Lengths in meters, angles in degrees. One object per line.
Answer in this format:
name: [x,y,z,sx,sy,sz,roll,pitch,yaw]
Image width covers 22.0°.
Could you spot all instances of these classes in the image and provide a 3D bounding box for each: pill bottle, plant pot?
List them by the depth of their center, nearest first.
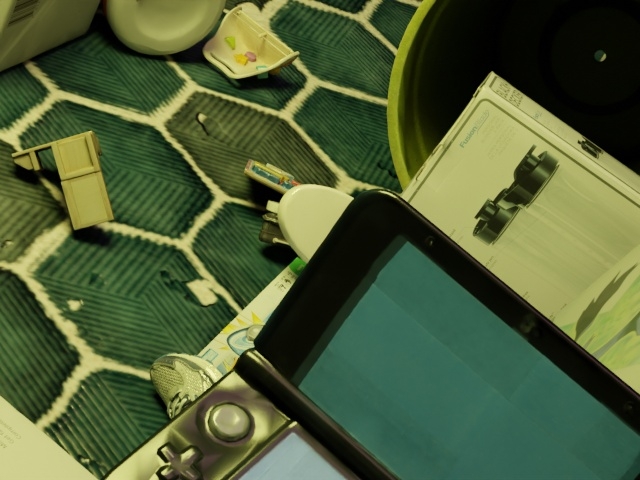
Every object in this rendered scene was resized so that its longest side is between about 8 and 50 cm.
pill bottle: [-0.183,-0.293,1.634,0.121,0.121,0.221,5,38,-34]
plant pot: [0.275,-0.154,1.634,0.366,0.366,0.353,30,19,2]

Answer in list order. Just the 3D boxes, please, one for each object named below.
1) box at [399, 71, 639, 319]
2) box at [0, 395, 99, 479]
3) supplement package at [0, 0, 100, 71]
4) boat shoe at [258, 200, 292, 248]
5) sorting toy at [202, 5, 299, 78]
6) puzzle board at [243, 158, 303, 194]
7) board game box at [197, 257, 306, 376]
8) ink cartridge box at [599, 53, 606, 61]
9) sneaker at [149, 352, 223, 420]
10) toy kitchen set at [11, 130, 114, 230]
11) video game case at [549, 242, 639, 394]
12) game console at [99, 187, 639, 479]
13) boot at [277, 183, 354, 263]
box: [0.217,0.002,1.456,0.290,0.169,0.087,34,20,1]
box: [-0.267,0.186,0.936,0.232,0.058,0.322,37,34,14]
supplement package: [-0.340,-0.313,1.481,0.293,0.177,0.175,35,32,10]
boat shoe: [0.000,0.000,1.439,0.125,0.038,0.046,19,4,-39]
sorting toy: [-0.079,-0.187,1.647,0.083,0.045,0.075,40,40,16]
puzzle board: [-0.009,-0.041,1.482,0.128,0.011,0.096,27,8,-4]
board game box: [-0.008,0.099,1.291,0.136,0.035,0.201,33,31,7]
ink cartridge box: [0.384,-0.148,1.914,0.143,0.090,0.092,19,33,-16]
sneaker: [-0.085,0.133,1.169,0.058,0.052,0.135,-18,52,-42]
toy kitchen set: [-0.210,-0.045,1.350,0.068,0.075,0.083,-15,2,-3]
video game case: [0.221,0.097,1.227,0.036,0.300,0.329,41,30,-7]
game console: [0.043,0.156,1.054,0.293,0.173,0.250,40,51,15]
boot: [0.028,0.011,1.385,0.190,0.069,0.086,34,-9,-26]
